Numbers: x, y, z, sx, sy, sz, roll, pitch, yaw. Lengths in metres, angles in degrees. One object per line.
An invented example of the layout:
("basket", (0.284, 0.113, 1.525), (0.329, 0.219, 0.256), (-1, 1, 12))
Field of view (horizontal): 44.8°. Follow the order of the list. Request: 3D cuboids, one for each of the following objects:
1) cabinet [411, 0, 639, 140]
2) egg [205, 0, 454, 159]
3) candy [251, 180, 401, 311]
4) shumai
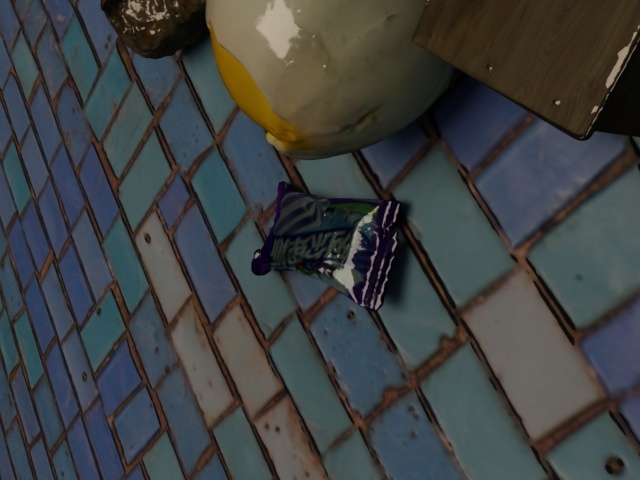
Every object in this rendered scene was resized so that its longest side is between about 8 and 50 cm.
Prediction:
("cabinet", (0.232, -0.191, 0.715), (0.215, 0.175, 0.148), (43, 121, 37))
("egg", (0.011, -0.264, 0.876), (0.283, 0.283, 0.345), (-37, 53, 42))
("candy", (0.000, 0.000, 1.056), (0.275, 0.070, 0.145), (14, 93, 49))
("shumai", (-0.190, -0.454, 1.218), (0.283, 0.217, 0.346), (8, 110, 16))
